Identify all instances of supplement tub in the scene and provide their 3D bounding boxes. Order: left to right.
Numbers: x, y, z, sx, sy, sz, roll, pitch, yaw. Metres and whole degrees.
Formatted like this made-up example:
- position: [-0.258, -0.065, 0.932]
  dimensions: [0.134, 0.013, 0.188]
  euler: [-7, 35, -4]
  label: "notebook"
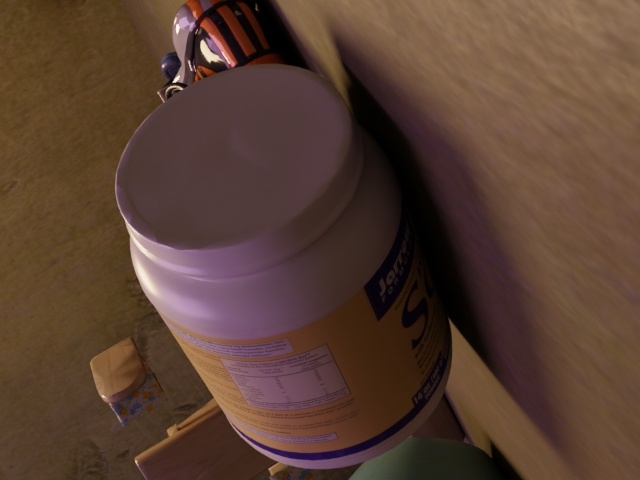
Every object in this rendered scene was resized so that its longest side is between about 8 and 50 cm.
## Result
- position: [-0.026, 0.030, 1.118]
  dimensions: [0.241, 0.241, 0.331]
  euler: [55, 173, 42]
  label: "supplement tub"

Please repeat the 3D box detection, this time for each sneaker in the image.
- position: [-0.168, -0.245, 1.679]
  dimensions: [0.144, 0.053, 0.059]
  euler: [-5, -101, -59]
  label: "sneaker"
- position: [-0.076, -0.128, 1.338]
  dimensions: [0.180, 0.124, 0.321]
  euler: [59, 175, 14]
  label: "sneaker"

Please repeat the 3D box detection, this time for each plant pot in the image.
- position: [0.127, 0.345, 1.466]
  dimensions: [0.290, 0.290, 0.195]
  euler: [70, -157, -61]
  label: "plant pot"

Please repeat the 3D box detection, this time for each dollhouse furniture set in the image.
- position: [-0.047, 0.253, 1.682]
  dimensions: [0.362, 0.394, 0.256]
  euler: [62, 174, -24]
  label: "dollhouse furniture set"

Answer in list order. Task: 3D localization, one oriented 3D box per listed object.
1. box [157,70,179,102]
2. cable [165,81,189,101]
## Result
- position: [-0.130, -0.170, 1.588]
  dimensions: [0.136, 0.036, 0.225]
  euler: [61, -158, -16]
  label: "box"
- position: [-0.117, -0.071, 1.258]
  dimensions: [0.150, 0.047, 0.185]
  euler: [-177, 73, -70]
  label: "cable"
